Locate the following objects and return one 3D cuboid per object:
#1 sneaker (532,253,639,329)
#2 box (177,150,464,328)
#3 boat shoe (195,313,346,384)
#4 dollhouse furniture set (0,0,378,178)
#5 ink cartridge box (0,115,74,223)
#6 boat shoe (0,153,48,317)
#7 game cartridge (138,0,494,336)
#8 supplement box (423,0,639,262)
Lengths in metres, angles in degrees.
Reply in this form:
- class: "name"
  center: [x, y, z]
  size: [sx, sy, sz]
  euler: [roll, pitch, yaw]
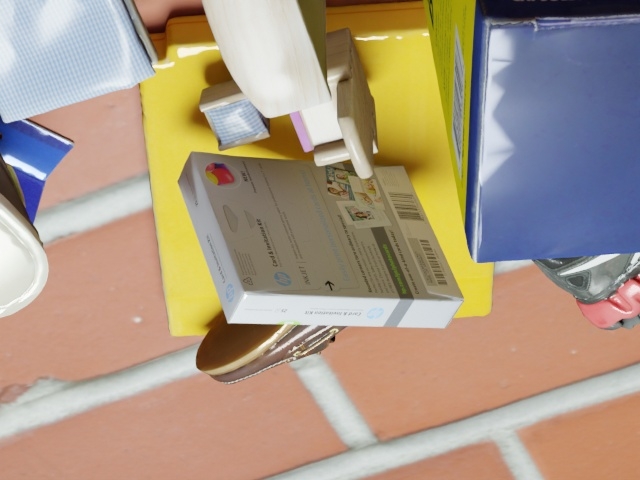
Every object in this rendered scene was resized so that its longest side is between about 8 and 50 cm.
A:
- class: "sneaker"
  center: [0.270, -0.051, 1.497]
  size: [0.135, 0.097, 0.276]
  euler: [30, 119, -18]
- class: "box"
  center: [0.000, 0.000, 1.394]
  size: [0.186, 0.145, 0.038]
  euler: [3, 135, -30]
- class: "boat shoe"
  center: [-0.010, 0.064, 1.534]
  size: [0.207, 0.073, 0.073]
  euler: [-34, 127, 26]
- class: "dollhouse furniture set"
  center: [-0.143, -0.122, 1.273]
  size: [0.303, 0.198, 0.286]
  euler: [-14, 123, 10]
- class: "ink cartridge box"
  center: [-0.357, 0.007, 1.518]
  size: [0.165, 0.065, 0.333]
  euler: [26, 127, -28]
- class: "boat shoe"
  center: [-0.307, -0.081, 1.341]
  size: [0.116, 0.097, 0.324]
  euler: [-31, 127, 3]
- class: "game cartridge"
  center: [0.004, -0.054, 1.508]
  size: [0.285, 0.053, 0.324]
  euler: [-4, 133, -2]
- class: "supplement box"
  center: [0.169, -0.182, 1.167]
  size: [0.194, 0.356, 0.195]
  euler: [-4, 136, -2]
